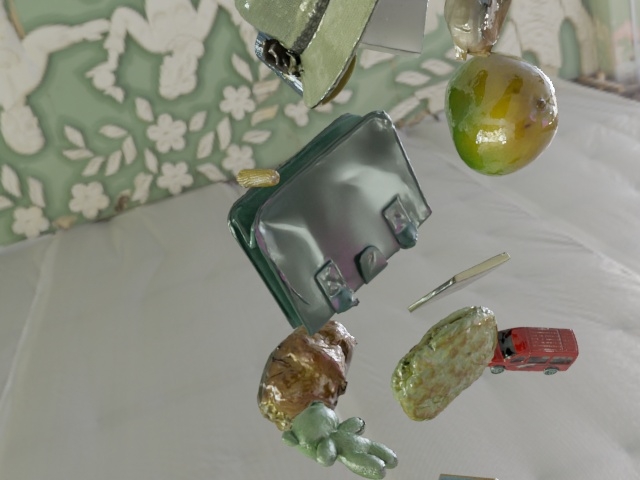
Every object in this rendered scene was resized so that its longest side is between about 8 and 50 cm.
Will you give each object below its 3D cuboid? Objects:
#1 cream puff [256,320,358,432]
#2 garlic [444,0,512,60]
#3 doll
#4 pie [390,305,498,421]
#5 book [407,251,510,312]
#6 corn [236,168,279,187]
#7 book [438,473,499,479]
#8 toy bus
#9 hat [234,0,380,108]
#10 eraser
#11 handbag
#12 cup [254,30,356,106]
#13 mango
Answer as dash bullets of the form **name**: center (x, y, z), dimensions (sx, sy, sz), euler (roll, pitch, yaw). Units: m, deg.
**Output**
- **cream puff**: center (-0.030, 0.264, 1.450), dimensions (0.154, 0.241, 0.269), euler (21, -172, 2)
- **garlic**: center (0.189, -0.287, 0.915), dimensions (0.066, 0.152, 0.084), euler (15, 173, 33)
- **doll**: center (0.025, 0.279, 1.026), dimensions (0.150, 0.078, 0.115), euler (20, -154, 26)
- **pie**: center (0.232, 0.216, 1.419), dimensions (0.248, 0.201, 0.090), euler (-39, -133, -8)
- **book**: center (0.305, 0.095, 1.711), dimensions (0.160, 0.024, 0.228), euler (-21, 168, -27)
- **corn**: center (-0.090, -0.088, 1.086), dimensions (0.083, 0.028, 0.027), euler (6, -150, 45)
- **book**: center (0.256, 0.678, 1.617), dimensions (0.374, 0.028, 0.262), euler (-66, -172, -19)
- **toy bus**: center (0.434, 0.226, 1.605), dimensions (0.195, 0.089, 0.081), euler (4, -125, -11)
- **hat**: center (-0.019, -0.279, 0.791), dimensions (0.130, 0.257, 0.257), euler (20, -163, -14)
- **eraser**: center (0.079, -0.326, 1.112), dimensions (0.150, 0.104, 0.023), euler (9, 171, -7)
- **handbag**: center (0.029, -0.037, 1.212), dimensions (0.326, 0.239, 0.089), euler (-44, -155, -29)
- **cup**: center (-0.035, -0.351, 1.405), dimensions (0.155, 0.176, 0.131), euler (39, -104, 22)
- **mango**: center (0.241, -0.180, 1.053), dimensions (0.114, 0.157, 0.251), euler (13, -153, -10)
